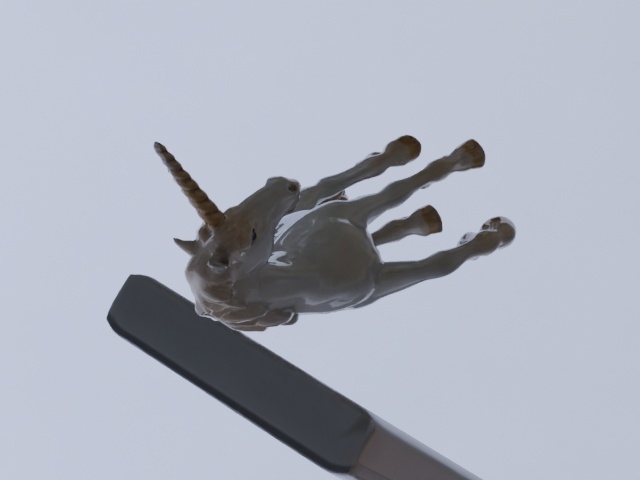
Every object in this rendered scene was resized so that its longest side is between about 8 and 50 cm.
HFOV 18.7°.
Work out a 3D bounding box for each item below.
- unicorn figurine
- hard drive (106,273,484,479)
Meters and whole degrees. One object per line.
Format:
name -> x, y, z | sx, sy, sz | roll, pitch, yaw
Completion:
unicorn figurine -> 0.000, 0.000, 0.615 | 0.111, 0.162, 0.060 | -23, -99, -17
hard drive -> 0.034, 0.143, 1.348 | 0.047, 0.233, 0.353 | -58, -38, -4
